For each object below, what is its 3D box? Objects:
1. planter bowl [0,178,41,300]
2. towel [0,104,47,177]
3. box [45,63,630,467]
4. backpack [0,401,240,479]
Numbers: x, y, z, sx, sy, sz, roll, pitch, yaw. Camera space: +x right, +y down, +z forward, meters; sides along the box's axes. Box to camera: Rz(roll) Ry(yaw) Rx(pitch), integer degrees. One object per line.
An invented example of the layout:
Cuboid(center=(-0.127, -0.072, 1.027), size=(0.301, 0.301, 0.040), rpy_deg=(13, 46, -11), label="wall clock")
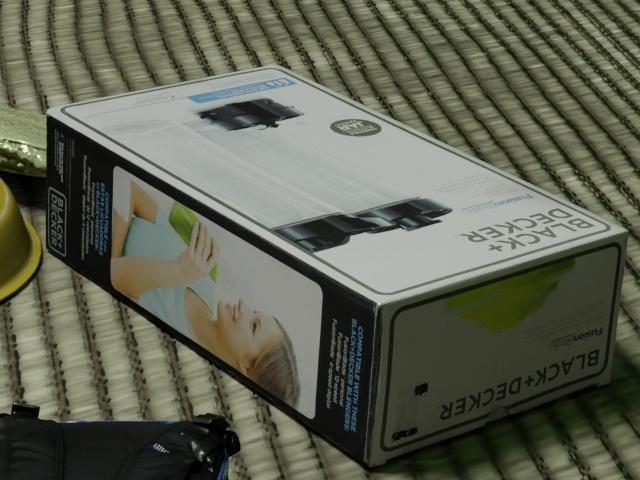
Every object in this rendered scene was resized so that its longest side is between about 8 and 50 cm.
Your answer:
Cuboid(center=(-0.260, -0.034, 1.044), size=(0.217, 0.090, 0.217), rpy_deg=(4, 23, -2), label="planter bowl")
Cuboid(center=(-0.199, -0.066, 1.179), size=(0.148, 0.027, 0.110), rpy_deg=(13, 11, 21), label="towel")
Cuboid(center=(0.000, 0.000, 1.013), size=(0.169, 0.087, 0.290), rpy_deg=(-14, 30, -35), label="box")
Cuboid(center=(-0.085, 0.121, 0.724), size=(0.105, 0.084, 0.114), rpy_deg=(3, 19, -2), label="backpack")
